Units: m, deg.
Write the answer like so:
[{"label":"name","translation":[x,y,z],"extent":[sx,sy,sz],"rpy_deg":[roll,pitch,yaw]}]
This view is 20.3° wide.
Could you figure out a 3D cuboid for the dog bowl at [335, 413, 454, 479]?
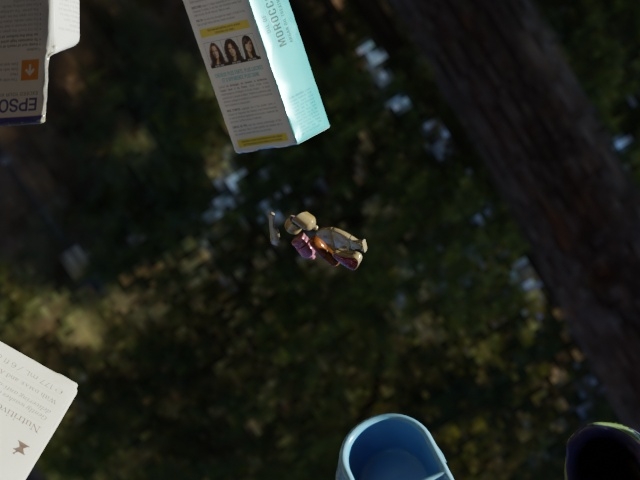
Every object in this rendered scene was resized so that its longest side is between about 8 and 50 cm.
[{"label":"dog bowl","translation":[0.123,0.370,2.535],"extent":[0.166,0.074,0.297],"rpy_deg":[-21,-129,-7]}]

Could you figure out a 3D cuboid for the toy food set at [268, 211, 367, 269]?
[{"label":"toy food set","translation":[0.000,0.000,2.031],"extent":[0.019,0.122,0.078],"rpy_deg":[-57,158,-34]}]

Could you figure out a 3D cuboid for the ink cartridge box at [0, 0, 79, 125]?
[{"label":"ink cartridge box","translation":[-0.281,-0.190,1.333],"extent":[0.223,0.224,0.045],"rpy_deg":[0,177,26]}]

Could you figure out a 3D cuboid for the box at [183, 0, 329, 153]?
[{"label":"box","translation":[-0.079,-0.221,1.936],"extent":[0.100,0.244,0.060],"rpy_deg":[-5,-161,44]}]

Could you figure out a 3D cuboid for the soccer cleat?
[{"label":"soccer cleat","translation":[0.263,0.263,1.347],"extent":[0.093,0.289,0.121],"rpy_deg":[-33,147,10]}]

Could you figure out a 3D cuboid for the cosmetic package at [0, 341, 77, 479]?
[{"label":"cosmetic package","translation":[-0.448,0.270,1.942],"extent":[0.156,0.217,0.385],"rpy_deg":[-54,-172,39]}]
